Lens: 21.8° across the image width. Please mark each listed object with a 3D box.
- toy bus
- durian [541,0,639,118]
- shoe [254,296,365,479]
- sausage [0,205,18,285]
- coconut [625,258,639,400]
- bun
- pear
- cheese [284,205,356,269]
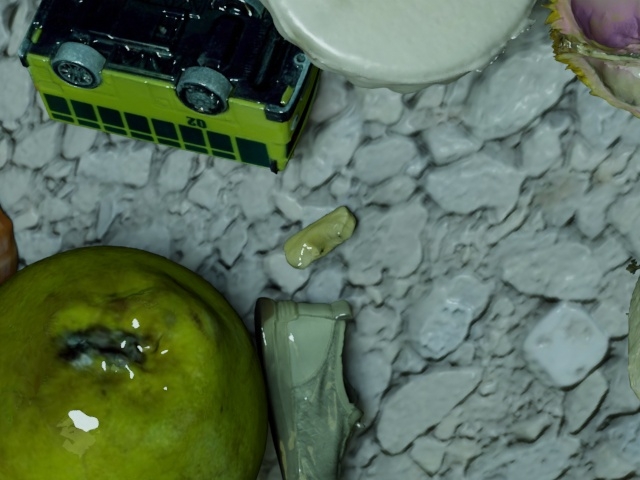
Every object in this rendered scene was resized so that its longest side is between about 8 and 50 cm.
[{"bbox_3d":[-0.128,-0.161,1.546,0.262,0.128,0.150,14,153,12],"label":"toy bus"},{"bbox_3d":[0.297,-0.167,1.422,0.182,0.132,0.165,-14,104,18],"label":"durian"},{"bbox_3d":[-0.005,0.180,1.690,0.098,0.103,0.274,-8,118,-2],"label":"shoe"},{"bbox_3d":[-0.465,0.047,1.668,0.233,0.287,0.233,6,114,14],"label":"sausage"},{"bbox_3d":[0.480,0.087,1.338,0.405,0.404,0.404,7,114,15],"label":"coconut"},{"bbox_3d":[0.058,-0.247,1.457,0.263,0.175,0.263,1,84,-8],"label":"bun"},{"bbox_3d":[-0.215,0.180,1.608,0.352,0.352,0.413,44,151,-4],"label":"pear"},{"bbox_3d":[0.000,0.000,1.638,0.083,0.044,0.030,-33,116,24],"label":"cheese"}]
